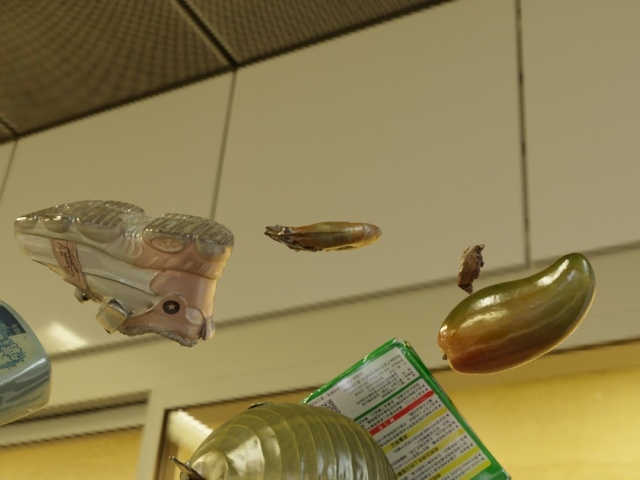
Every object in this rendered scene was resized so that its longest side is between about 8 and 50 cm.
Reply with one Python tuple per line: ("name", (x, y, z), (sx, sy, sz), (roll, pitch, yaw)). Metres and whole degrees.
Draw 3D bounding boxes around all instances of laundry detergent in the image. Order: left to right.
("laundry detergent", (-0.502, 0.168, 1.267), (0.280, 0.215, 0.105), (-12, -53, -36))

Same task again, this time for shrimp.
("shrimp", (0.000, -0.004, 1.829), (0.236, 0.053, 0.133), (-2, -5, -29))

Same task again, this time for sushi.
("sushi", (0.293, 0.052, 1.964), (0.047, 0.099, 0.050), (12, 10, 5))

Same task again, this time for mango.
("mango", (0.336, 0.134, 1.712), (0.289, 0.146, 0.129), (-24, -36, 19))

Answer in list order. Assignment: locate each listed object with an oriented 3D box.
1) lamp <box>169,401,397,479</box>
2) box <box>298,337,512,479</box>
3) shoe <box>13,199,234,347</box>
("lamp", (-0.050, 0.280, 1.035), (0.250, 0.250, 0.284), (-21, -41, 35))
("box", (0.099, 0.256, 1.216), (0.180, 0.250, 0.103), (-30, -32, -14))
("shoe", (-0.313, 0.052, 1.561), (0.351, 0.198, 0.172), (10, 12, 15))
